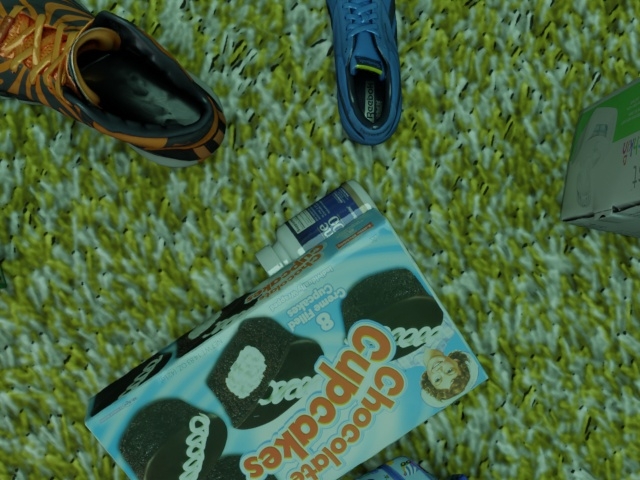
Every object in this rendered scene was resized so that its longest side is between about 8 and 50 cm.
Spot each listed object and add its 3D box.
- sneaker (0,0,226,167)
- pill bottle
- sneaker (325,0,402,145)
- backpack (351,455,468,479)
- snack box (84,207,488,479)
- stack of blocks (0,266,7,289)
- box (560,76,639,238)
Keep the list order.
[{"bbox_3d":[-0.230,-0.173,0.904,0.321,0.180,0.125,22,87,-2],"label":"sneaker"},{"bbox_3d":[0.000,0.000,0.968,0.120,0.067,0.067,-34,90,-3],"label":"pill bottle"},{"bbox_3d":[0.044,-0.196,0.971,0.069,0.082,0.209,-6,87,-1],"label":"sneaker"},{"bbox_3d":[0.104,0.267,0.928,0.117,0.158,0.173,-41,79,-12],"label":"backpack"},{"bbox_3d":[-0.029,0.137,0.932,0.322,0.060,0.187,-34,108,0],"label":"snack box"},{"bbox_3d":[-0.467,0.012,0.932,0.297,0.087,0.171,-19,89,-3],"label":"stack of blocks"},{"bbox_3d":[0.366,-0.057,0.894,0.231,0.262,0.127,12,87,-2],"label":"box"}]
